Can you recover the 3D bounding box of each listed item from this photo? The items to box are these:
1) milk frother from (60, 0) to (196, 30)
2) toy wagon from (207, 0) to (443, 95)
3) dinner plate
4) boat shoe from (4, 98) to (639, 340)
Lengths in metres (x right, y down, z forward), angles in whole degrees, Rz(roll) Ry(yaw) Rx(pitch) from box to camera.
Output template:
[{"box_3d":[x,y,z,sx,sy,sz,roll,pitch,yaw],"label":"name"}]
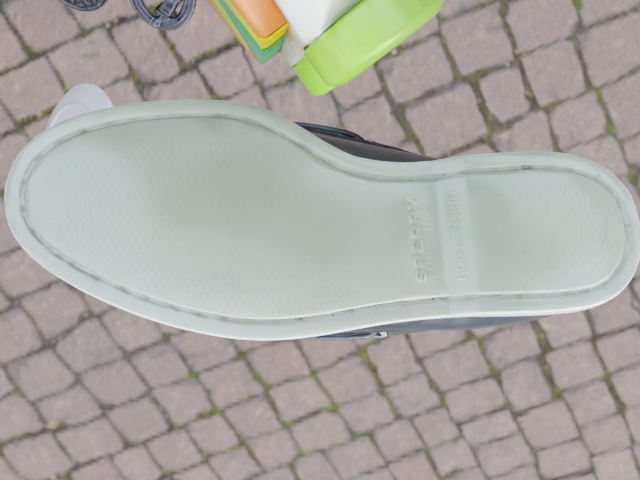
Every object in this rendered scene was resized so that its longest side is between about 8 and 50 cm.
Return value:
[{"box_3d":[-0.161,-0.266,1.001,0.143,0.135,0.129,48,137,-13],"label":"milk frother"},{"box_3d":[-0.060,-0.174,0.409,0.068,0.344,0.267,-38,97,2],"label":"toy wagon"},{"box_3d":[-0.272,-0.105,1.199,0.017,0.141,0.141,9,130,-49],"label":"dinner plate"},{"box_3d":[0.000,-0.004,0.615,0.340,0.113,0.127,-2,80,-12],"label":"boat shoe"}]
